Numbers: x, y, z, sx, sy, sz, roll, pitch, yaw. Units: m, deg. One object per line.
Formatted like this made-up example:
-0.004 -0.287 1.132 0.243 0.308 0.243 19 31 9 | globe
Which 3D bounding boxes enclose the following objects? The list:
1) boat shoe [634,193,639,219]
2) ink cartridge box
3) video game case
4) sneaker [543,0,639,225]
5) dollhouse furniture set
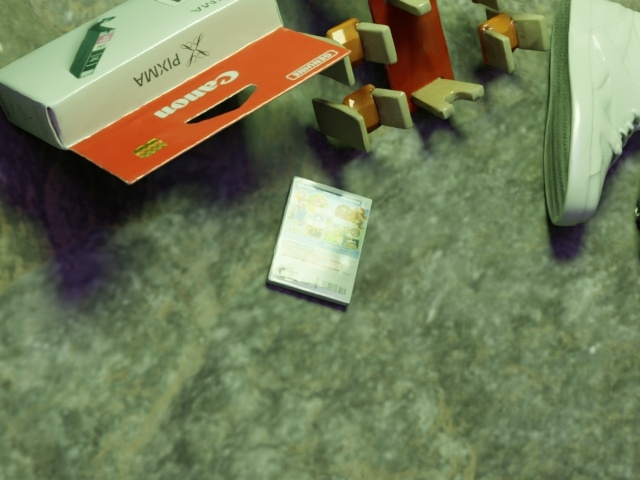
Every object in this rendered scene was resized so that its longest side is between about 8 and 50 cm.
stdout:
0.366 -0.039 1.549 0.046 0.038 0.125 36 61 -46 | boat shoe
-0.148 -0.173 1.375 0.275 0.060 0.239 -34 36 -25 | ink cartridge box
0.000 0.000 1.448 0.087 0.011 0.122 17 65 -7 | video game case
0.338 -0.138 1.544 0.169 0.108 0.292 12 64 -7 | sneaker
0.086 -0.257 1.482 0.262 0.135 0.259 -31 122 -24 | dollhouse furniture set
